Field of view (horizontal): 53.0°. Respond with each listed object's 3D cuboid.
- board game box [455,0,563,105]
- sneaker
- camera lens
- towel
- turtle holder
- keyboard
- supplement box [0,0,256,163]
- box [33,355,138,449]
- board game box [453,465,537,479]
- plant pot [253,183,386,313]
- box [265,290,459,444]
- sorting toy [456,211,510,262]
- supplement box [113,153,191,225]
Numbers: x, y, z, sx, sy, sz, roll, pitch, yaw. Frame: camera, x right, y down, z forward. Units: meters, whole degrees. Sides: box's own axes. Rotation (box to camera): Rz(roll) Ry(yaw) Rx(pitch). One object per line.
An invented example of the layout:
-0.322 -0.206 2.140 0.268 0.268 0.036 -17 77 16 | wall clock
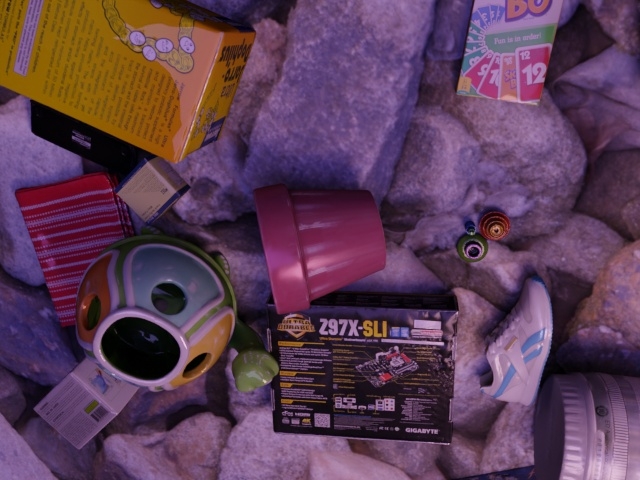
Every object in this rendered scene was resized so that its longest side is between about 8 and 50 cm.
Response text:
0.281 -0.334 0.925 0.124 0.039 0.259 9 107 5 | board game box
0.323 0.166 1.057 0.092 0.087 0.228 9 107 8 | sneaker
0.499 0.327 1.012 0.274 0.219 0.219 6 109 6 | camera lens
-0.420 0.021 1.148 0.199 0.031 0.275 -8 107 12 | towel
-0.248 0.147 1.042 0.243 0.227 0.320 -32 108 6 | turtle holder
-0.393 -0.186 1.081 0.192 0.038 0.100 24 133 -1 | keyboard
-0.307 -0.286 0.941 0.356 0.194 0.195 24 110 -1 | supplement box
-0.379 0.244 1.124 0.103 0.203 0.114 45 110 -7 | box
0.355 0.508 1.189 0.243 0.042 0.165 -15 106 13 | board game box
0.000 0.000 1.004 0.180 0.201 0.201 -12 107 -4 | plant pot
0.072 0.218 1.117 0.322 0.079 0.257 1 107 8 | box
0.259 -0.004 1.032 0.061 0.042 0.102 36 110 -4 | sorting toy
-0.281 -0.086 1.076 0.083 0.056 0.083 -41 98 18 | supplement box
